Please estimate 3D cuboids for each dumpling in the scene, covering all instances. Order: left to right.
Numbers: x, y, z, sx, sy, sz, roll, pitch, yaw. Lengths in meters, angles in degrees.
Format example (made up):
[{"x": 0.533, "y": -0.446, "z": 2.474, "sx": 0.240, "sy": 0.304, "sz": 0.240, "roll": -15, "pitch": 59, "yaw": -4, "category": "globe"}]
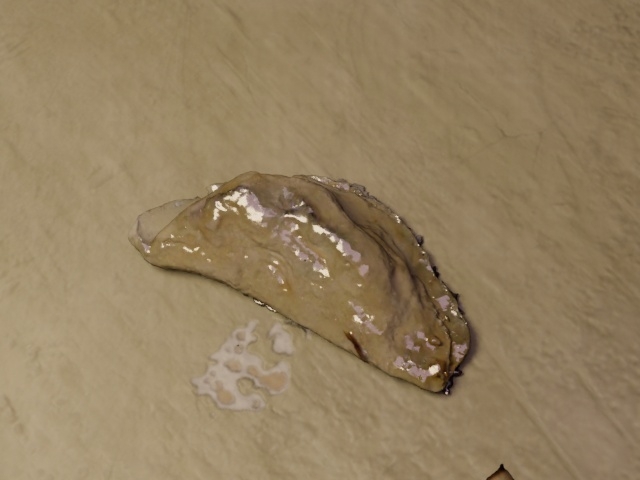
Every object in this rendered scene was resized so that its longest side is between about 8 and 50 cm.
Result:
[{"x": -0.002, "y": 0.001, "z": 1.338, "sx": 0.332, "sy": 0.086, "sz": 0.166, "roll": 24, "pitch": 71, "yaw": 10, "category": "dumpling"}]

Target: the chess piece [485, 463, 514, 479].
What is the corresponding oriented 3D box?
[{"x": 0.179, "y": 0.334, "z": 1.158, "sx": 0.137, "sy": 0.137, "sz": 0.301, "roll": -35, "pitch": 78, "yaw": -12, "category": "chess piece"}]
